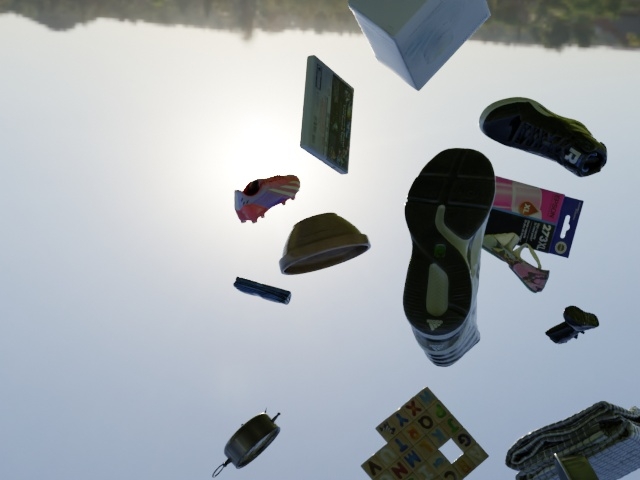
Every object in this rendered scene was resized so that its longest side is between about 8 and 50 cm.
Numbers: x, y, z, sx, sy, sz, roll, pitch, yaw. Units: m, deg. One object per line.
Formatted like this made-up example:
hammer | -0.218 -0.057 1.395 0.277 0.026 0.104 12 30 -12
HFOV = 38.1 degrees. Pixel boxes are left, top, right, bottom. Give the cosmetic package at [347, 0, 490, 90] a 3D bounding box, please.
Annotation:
cosmetic package | 0.202 -0.457 1.836 0.138 0.224 0.224 43 179 25

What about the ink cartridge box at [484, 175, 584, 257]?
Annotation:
ink cartridge box | 0.565 -0.072 2.617 0.370 0.176 0.069 14 -176 -12

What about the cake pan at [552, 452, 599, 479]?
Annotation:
cake pan | 0.531 0.539 1.778 0.054 0.293 0.293 -23 -165 4

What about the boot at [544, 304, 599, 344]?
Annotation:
boot | 0.519 0.180 1.959 0.121 0.045 0.099 16 144 -41

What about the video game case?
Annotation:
video game case | 0.015 -0.246 1.840 0.022 0.191 0.173 -4 164 29

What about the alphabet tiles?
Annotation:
alphabet tiles | 0.207 0.445 1.939 0.237 0.009 0.198 -34 -108 -27

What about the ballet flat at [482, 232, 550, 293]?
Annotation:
ballet flat | 0.449 0.033 2.148 0.076 0.079 0.221 17 -158 -47

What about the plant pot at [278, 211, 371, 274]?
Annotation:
plant pot | 0.000 0.000 2.323 0.237 0.110 0.237 -16 168 -4

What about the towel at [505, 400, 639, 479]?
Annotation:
towel | 0.572 0.450 2.010 0.235 0.283 0.121 27 -145 -46

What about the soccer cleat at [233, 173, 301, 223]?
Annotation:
soccer cleat | -0.128 -0.125 2.297 0.083 0.095 0.248 4 -152 34

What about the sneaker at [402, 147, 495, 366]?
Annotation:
sneaker | 0.253 0.045 1.867 0.169 0.258 0.448 6 -122 14

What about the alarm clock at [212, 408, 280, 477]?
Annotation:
alarm clock | -0.166 0.447 2.022 0.064 0.129 0.192 42 -114 15

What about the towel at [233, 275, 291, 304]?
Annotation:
towel | -0.119 0.106 1.913 0.119 0.029 0.067 15 171 6

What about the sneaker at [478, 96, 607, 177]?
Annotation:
sneaker | 0.362 -0.158 1.453 0.216 0.079 0.121 8 -151 -26
